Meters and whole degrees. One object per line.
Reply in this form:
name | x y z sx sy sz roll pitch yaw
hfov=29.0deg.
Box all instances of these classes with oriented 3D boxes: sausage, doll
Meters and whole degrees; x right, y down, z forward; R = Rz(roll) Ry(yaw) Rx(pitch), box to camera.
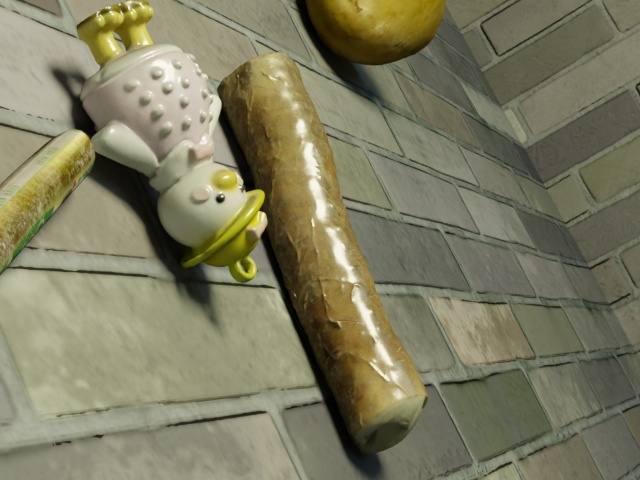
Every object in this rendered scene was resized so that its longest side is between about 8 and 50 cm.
sausage | -0.163 -0.012 0.648 0.033 0.033 0.269 55 17 -15
doll | -0.099 -0.063 0.835 0.129 0.081 0.207 -30 92 -54

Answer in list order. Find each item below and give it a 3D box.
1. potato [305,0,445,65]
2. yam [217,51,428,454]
potato | 0.049 -0.299 1.530 0.158 0.178 0.203 -48 132 -56
yam | 0.000 0.000 1.010 0.081 0.081 0.357 28 36 -59
